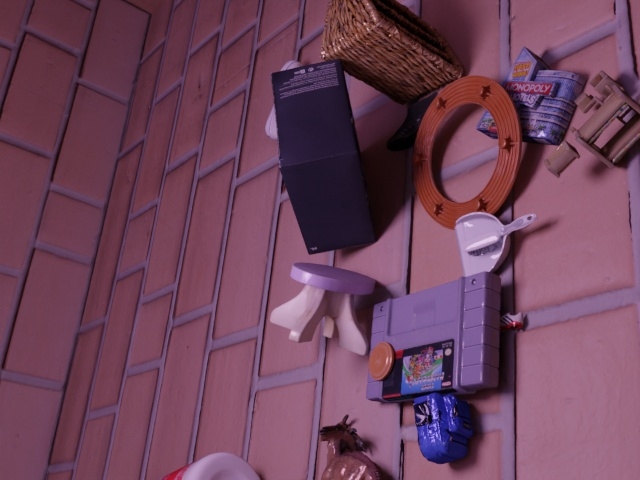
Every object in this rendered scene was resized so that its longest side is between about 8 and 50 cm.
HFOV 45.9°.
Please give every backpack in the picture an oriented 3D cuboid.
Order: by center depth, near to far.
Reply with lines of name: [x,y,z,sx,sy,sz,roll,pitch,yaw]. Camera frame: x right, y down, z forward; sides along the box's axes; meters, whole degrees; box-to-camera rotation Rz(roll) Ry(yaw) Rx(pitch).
backpack: [0.234,0.358,1.434,0.101,0.098,0.120,-28,49,39]

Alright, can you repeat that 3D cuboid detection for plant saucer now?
plant saucer: [0.127,0.256,1.609,0.083,0.013,0.083,-39,41,44]

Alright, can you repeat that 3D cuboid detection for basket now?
basket: [0.184,-0.502,1.821,0.223,0.299,0.213,-18,56,52]

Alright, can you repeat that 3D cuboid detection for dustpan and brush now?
dustpan and brush: [0.349,-0.007,1.507,0.211,0.060,0.147,-25,63,38]

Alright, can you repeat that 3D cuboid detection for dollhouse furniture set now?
dollhouse furniture set: [0.511,-0.199,1.409,0.182,0.101,0.161,-49,13,26]

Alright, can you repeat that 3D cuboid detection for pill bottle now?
pill bottle: [-0.340,0.700,1.917,0.407,0.229,0.229,-35,45,39]

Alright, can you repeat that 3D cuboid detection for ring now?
ring: [0.302,-0.191,1.639,0.336,0.032,0.336,-13,75,58]

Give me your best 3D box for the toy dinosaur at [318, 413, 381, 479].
toy dinosaur: [0.068,0.483,1.579,0.295,0.127,0.200,13,75,50]

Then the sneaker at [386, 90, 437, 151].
sneaker: [0.231,-0.292,1.860,0.170,0.051,0.089,-29,49,37]

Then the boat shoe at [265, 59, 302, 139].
boat shoe: [-0.094,-0.437,2.369,0.084,0.095,0.258,20,98,52]

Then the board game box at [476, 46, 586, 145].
board game box: [0.440,-0.303,1.564,0.194,0.060,0.194,19,88,56]

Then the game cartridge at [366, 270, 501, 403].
game cartridge: [0.221,0.210,1.549,0.355,0.068,0.230,-25,48,52]

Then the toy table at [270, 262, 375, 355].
toy table: [0.016,0.150,1.733,0.252,0.274,0.161,18,94,36]

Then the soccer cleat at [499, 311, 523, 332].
soccer cleat: [0.354,0.155,1.449,0.083,0.029,0.035,-15,45,52]

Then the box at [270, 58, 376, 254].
box: [0.010,-0.195,1.826,0.179,0.343,0.312,-10,54,6]
